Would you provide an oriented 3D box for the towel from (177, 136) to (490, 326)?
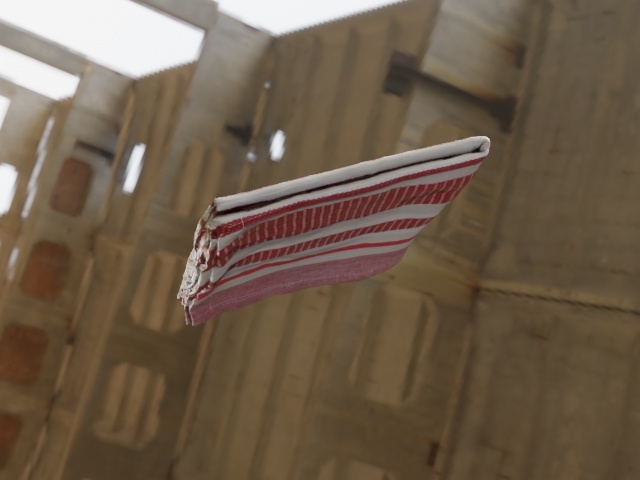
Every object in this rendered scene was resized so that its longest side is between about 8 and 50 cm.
[{"bbox_3d":[0.000,0.000,1.081,0.329,0.237,0.037,123,-49,-72],"label":"towel"}]
